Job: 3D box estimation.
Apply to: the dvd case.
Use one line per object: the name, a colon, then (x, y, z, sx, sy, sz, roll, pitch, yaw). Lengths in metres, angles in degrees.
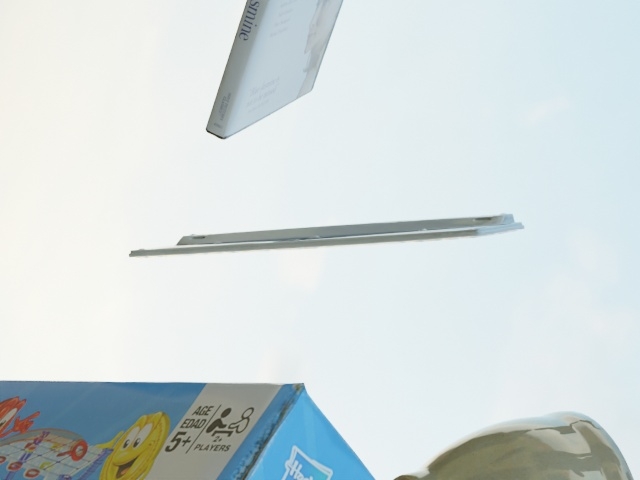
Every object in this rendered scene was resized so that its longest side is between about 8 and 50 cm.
dvd case: (-0.010, -0.214, 1.383, 0.180, 0.022, 0.253, -36, 150, -60)

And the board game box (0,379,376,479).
board game box: (-0.047, 0.180, 0.588, 0.308, 0.302, 0.086, -4, -140, 47)

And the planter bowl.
planter bowl: (0.095, 0.178, 0.961, 0.162, 0.109, 0.162, 180, -90, -69)

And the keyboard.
keyboard: (0.000, 0.000, 1.103, 0.072, 0.256, 0.014, -19, 104, -60)
